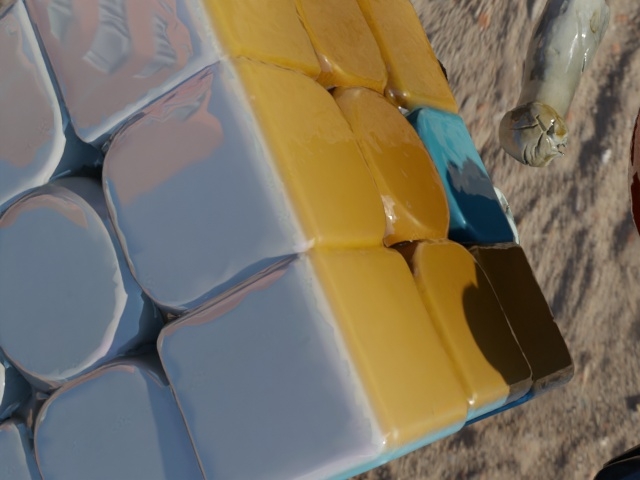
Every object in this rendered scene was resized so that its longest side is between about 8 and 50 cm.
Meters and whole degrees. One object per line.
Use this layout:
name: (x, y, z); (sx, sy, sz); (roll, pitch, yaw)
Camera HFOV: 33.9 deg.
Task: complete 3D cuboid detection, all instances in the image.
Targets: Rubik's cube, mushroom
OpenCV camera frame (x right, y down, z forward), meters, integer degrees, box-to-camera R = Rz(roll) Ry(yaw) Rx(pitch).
Rubik's cube: (-0.065, 0.018, 0.633); (0.290, 0.291, 0.291); (-29, 77, 26)
mushroom: (0.258, -0.181, 1.170); (0.081, 0.092, 0.223); (25, 69, -3)

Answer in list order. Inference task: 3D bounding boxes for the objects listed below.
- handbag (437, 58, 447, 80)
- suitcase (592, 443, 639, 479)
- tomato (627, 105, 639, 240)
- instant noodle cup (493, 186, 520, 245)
handbag: (-0.001, 0.000, 0.841); (0.260, 0.084, 0.275); (-12, 80, 39)
suitcase: (0.356, 0.197, 0.557); (0.345, 0.188, 0.339); (-33, 123, 29)
tomato: (0.376, -0.061, 0.729); (0.293, 0.290, 0.325); (36, 155, 6)
instant noodle cup: (0.175, 0.019, 1.505); (0.182, 0.230, 0.230); (-9, 106, 28)
